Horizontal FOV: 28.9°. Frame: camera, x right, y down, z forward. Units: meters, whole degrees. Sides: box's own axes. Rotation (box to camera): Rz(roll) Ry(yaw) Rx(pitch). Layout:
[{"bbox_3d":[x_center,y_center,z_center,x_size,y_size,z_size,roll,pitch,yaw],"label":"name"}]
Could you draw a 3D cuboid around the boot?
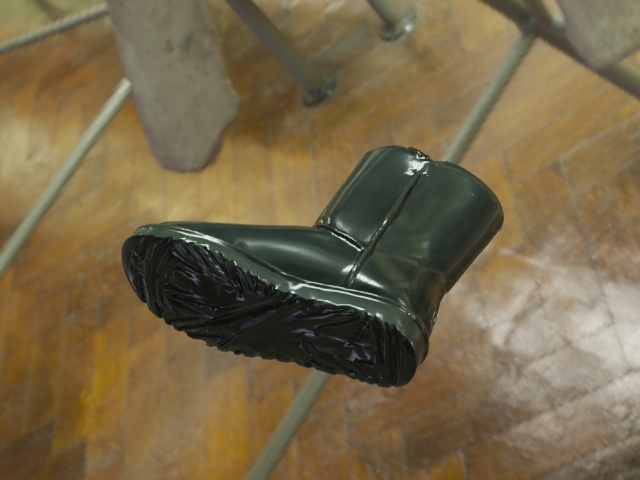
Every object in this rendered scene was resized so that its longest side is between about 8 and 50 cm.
[{"bbox_3d":[0.000,0.000,0.959,0.246,0.094,0.207,16,39,16],"label":"boot"}]
